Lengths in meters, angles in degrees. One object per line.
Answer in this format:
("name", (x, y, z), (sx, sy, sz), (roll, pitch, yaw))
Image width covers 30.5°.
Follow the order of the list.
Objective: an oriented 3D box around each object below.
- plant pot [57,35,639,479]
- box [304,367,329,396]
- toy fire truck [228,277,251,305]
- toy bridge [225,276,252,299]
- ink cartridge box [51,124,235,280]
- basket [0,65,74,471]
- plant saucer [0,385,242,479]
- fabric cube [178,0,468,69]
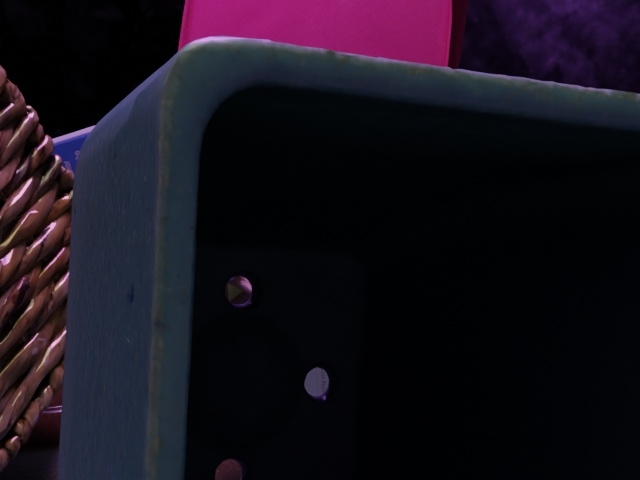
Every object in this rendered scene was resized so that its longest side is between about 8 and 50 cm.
("plant pot", (0.012, 0.071, 0.465), (0.247, 0.248, 0.252), (3, 1, -26))
("box", (0.064, 0.091, 0.796), (0.170, 0.091, 0.130), (-1, 11, 13))
("toy fire truck", (0.000, 0.000, 1.239), (0.246, 0.159, 0.217), (4, 8, -21))
("toy bridge", (-0.095, 0.062, 1.086), (0.188, 0.063, 0.026), (-1, 11, 17))
("ink cartridge box", (-0.273, 0.010, 0.997), (0.395, 0.151, 0.270), (-15, 4, 1))
("basket", (-0.291, 0.052, 0.664), (0.223, 0.213, 0.299), (-14, 28, 34))
("plant saucer", (-0.181, 0.126, 0.819), (0.310, 0.050, 0.310), (-4, 9, 1))
("fabric cube", (0.015, -0.228, 1.178), (0.254, 0.259, 0.258), (6, -9, 9))
